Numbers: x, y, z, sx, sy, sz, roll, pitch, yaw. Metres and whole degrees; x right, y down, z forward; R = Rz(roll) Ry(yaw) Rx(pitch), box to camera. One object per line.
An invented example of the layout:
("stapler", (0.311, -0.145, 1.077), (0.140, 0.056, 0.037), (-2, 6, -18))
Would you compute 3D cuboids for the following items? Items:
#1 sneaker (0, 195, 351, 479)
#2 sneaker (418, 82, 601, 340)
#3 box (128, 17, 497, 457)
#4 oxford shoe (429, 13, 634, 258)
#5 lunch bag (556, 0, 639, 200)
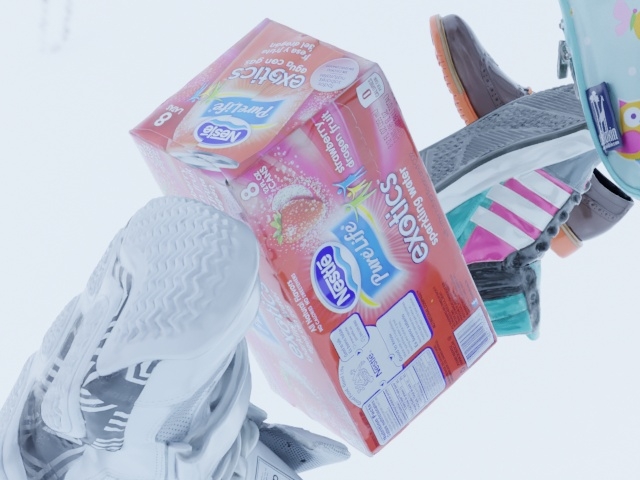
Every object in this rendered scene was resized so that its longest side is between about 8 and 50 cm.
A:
("sneaker", (-0.065, 0.110, 1.020), (0.366, 0.210, 0.137), (-45, 22, 54))
("sneaker", (0.173, -0.009, 1.476), (0.296, 0.178, 0.124), (-26, 26, -7))
("box", (0.000, 0.000, 1.125), (0.128, 0.257, 0.123), (-41, 40, -18))
("oxford shoe", (0.198, -0.115, 1.630), (0.098, 0.271, 0.097), (-31, 19, 16))
("lunch bag", (0.273, -0.150, 1.026), (0.279, 0.224, 0.108), (-16, -4, 31))
